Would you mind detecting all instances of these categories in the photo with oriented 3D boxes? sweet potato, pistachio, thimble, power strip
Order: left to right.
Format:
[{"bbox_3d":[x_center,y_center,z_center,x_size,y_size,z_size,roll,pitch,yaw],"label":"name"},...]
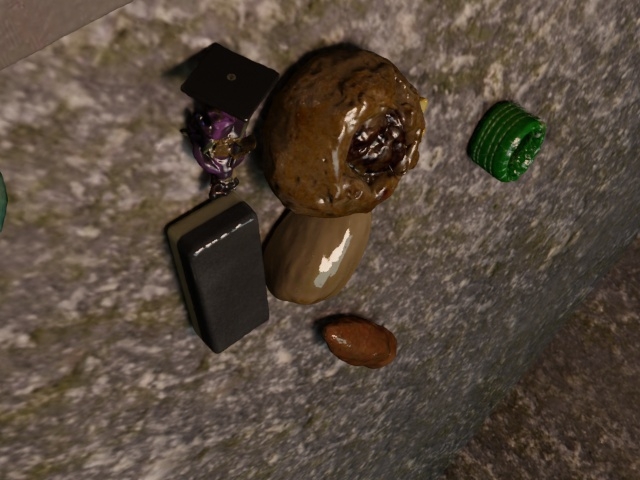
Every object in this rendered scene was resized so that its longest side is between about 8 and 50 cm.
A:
[{"bbox_3d":[-0.133,0.052,1.113,0.105,0.070,0.256,-32,146,-22],"label":"power strip"},{"bbox_3d":[0.000,0.000,1.186,0.206,0.131,0.129,-63,-167,4],"label":"pistachio"},{"bbox_3d":[0.071,0.189,1.529,0.097,0.097,0.252,-51,152,7],"label":"sweet potato"},{"bbox_3d":[0.325,-0.172,1.428,0.118,0.090,0.130,4,123,-54],"label":"thimble"}]

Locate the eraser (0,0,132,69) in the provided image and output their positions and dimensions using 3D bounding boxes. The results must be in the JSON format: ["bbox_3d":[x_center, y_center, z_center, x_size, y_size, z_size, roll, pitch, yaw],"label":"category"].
[{"bbox_3d":[-0.223,-0.223,0.640,0.352,0.077,0.111,-36,152,-21],"label":"eraser"}]

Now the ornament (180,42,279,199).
[{"bbox_3d":[-0.107,-0.124,0.935,0.081,0.088,0.203,-60,172,-28],"label":"ornament"}]

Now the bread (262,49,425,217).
[{"bbox_3d":[0.036,-0.128,1.037,0.230,0.123,0.230,-23,134,-26],"label":"bread"}]

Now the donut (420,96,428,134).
[{"bbox_3d":[0.137,-0.175,1.202,0.083,0.067,0.038,50,62,-28],"label":"donut"}]

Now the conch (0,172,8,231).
[{"bbox_3d":[-0.357,-0.003,0.668,0.202,0.134,0.196,-46,150,-4],"label":"conch"}]
